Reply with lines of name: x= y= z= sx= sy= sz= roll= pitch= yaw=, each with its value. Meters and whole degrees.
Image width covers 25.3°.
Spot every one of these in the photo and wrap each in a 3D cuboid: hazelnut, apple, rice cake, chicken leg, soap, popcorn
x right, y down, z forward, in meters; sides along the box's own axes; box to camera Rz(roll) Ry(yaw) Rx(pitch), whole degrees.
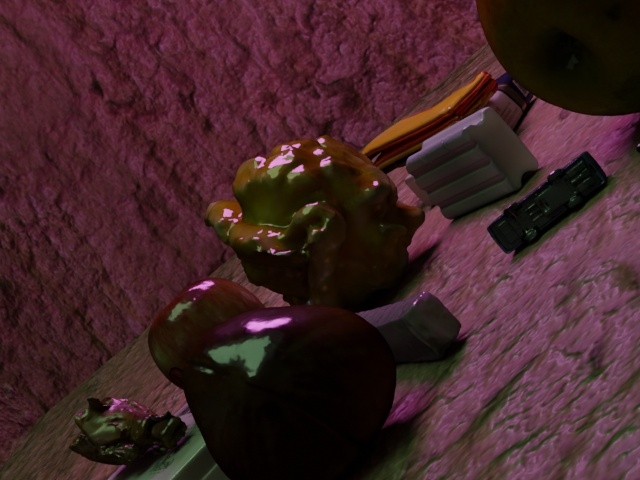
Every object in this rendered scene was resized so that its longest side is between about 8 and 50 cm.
hazelnut: x=-0.030 y=0.160 z=1.528 sx=0.229 sy=0.229 sz=0.229 roll=-41 pitch=8 yaw=7
apple: x=0.354 y=-0.319 z=1.770 sx=0.339 sy=0.339 sz=0.339 roll=-41 pitch=8 yaw=7
rice cake: x=0.080 y=0.116 z=1.751 sx=0.056 sy=0.073 sz=0.365 roll=-47 pitch=7 yaw=-18
apple: x=-0.127 y=0.118 z=1.704 sx=0.146 sy=0.131 sz=0.146 roll=-45 pitch=-5 yaw=-5
chicken leg: x=-0.234 y=0.230 z=1.727 sx=0.207 sy=0.101 sz=0.085 roll=-12 pitch=59 yaw=55
soap: x=0.216 y=-0.110 z=2.084 sx=0.066 sy=0.119 sz=0.198 roll=-44 pitch=8 yaw=-26
popcorn: x=-0.001 y=-0.010 z=2.145 sx=0.290 sy=0.326 sz=0.321 roll=-38 pitch=52 yaw=7

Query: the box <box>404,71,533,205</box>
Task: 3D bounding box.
box: x=0.255 y=-0.177 z=2.414 sx=0.168 sy=0.071 sz=0.259 roll=-37 pitch=11 yaw=36

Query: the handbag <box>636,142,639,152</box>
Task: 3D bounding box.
handbag: x=0.385 y=-0.104 z=1.507 sx=0.072 sy=0.047 sz=0.111 roll=-45 pitch=6 yaw=-10

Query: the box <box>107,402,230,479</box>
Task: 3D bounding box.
box: x=-0.131 y=0.273 z=1.744 sx=0.203 sy=0.116 sz=0.274 roll=-44 pitch=9 yaw=-29

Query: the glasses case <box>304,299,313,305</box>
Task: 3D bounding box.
glasses case: x=-0.040 y=0.166 z=1.845 sx=0.083 sy=0.128 sz=0.308 roll=-18 pitch=-7 yaw=-35

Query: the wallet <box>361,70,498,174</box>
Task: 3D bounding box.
wallet: x=0.186 y=-0.191 z=2.376 sx=0.241 sy=0.067 sz=0.141 roll=-27 pitch=13 yaw=49

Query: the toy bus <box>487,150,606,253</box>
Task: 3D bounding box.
toy bus: x=0.275 y=-0.046 z=1.729 sx=0.153 sy=0.051 sz=0.061 roll=-39 pitch=-4 yaw=24
